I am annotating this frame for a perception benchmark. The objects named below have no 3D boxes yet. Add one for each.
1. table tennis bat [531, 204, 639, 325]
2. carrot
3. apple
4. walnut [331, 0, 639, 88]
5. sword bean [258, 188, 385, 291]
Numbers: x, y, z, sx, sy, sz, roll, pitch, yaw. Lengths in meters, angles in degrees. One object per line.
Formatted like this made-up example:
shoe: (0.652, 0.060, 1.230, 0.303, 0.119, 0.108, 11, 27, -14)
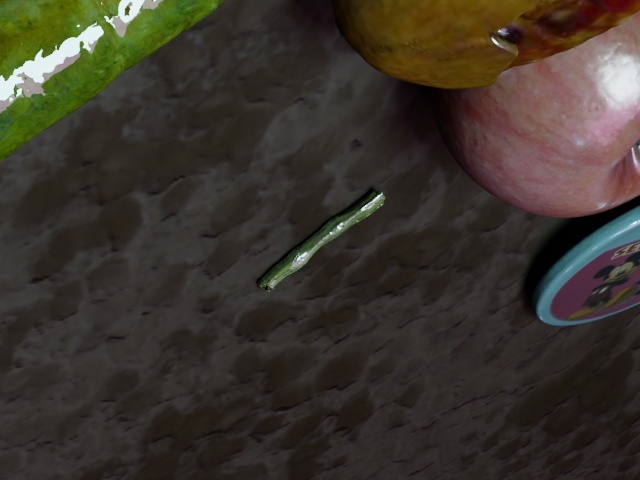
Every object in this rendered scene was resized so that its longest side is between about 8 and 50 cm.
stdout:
table tennis bat: (0.211, -0.013, 1.121, 0.153, 0.040, 0.244, -18, 157, -20)
carrot: (-0.145, -0.051, 0.707, 0.358, 0.074, 0.074, -35, 149, -8)
apple: (0.131, -0.082, 0.898, 0.153, 0.120, 0.153, -27, 148, -19)
walnut: (0.091, -0.136, 0.774, 0.207, 0.115, 0.116, -32, 155, 30)
sword bean: (0.000, 0.000, 0.976, 0.083, 0.012, 0.012, -37, 149, 1)
